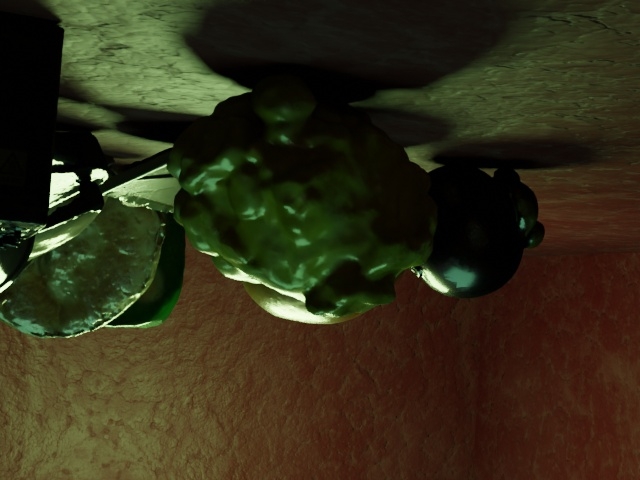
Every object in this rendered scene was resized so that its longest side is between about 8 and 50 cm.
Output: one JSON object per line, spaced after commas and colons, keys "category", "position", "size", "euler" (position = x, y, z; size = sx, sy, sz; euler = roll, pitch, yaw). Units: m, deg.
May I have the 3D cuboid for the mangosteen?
{"category": "mangosteen", "position": [0.211, -0.017, 1.453], "size": [0.210, 0.210, 0.210], "euler": [4, 177, 0]}

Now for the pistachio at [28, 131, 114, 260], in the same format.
{"category": "pistachio", "position": [-0.442, -0.060, 1.370], "size": [0.332, 0.207, 0.226], "euler": [-13, -173, -2]}

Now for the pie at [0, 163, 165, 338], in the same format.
{"category": "pie", "position": [-0.413, 0.014, 1.670], "size": [0.338, 0.337, 0.075], "euler": [5, -160, -20]}

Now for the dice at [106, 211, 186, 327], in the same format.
{"category": "dice", "position": [-0.445, 0.018, 1.921], "size": [0.300, 0.287, 0.297], "euler": [7, 175, -36]}

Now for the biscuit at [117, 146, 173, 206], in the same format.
{"category": "biscuit", "position": [-0.220, -0.098, 1.419], "size": [0.170, 0.050, 0.170], "euler": [-19, 171, -3]}

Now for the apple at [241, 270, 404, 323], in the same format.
{"category": "apple", "position": [0.000, 0.000, 1.403], "size": [0.242, 0.242, 0.241], "euler": [5, 158, -16]}

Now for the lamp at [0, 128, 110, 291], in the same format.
{"category": "lamp", "position": [-0.444, -0.045, 1.116], "size": [0.374, 0.205, 0.272], "euler": [-27, 164, 4]}

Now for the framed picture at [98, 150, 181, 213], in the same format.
{"category": "framed picture", "position": [-0.160, -0.088, 1.377], "size": [0.209, 0.019, 0.281], "euler": [-22, 170, 10]}

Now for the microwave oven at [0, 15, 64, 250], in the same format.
{"category": "microwave oven", "position": [-0.350, -0.090, 0.831], "size": [0.247, 0.188, 0.178], "euler": [5, 177, -25]}

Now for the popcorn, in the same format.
{"category": "popcorn", "position": [-0.023, -0.052, 1.014], "size": [0.250, 0.235, 0.242], "euler": [43, 146, -24]}
